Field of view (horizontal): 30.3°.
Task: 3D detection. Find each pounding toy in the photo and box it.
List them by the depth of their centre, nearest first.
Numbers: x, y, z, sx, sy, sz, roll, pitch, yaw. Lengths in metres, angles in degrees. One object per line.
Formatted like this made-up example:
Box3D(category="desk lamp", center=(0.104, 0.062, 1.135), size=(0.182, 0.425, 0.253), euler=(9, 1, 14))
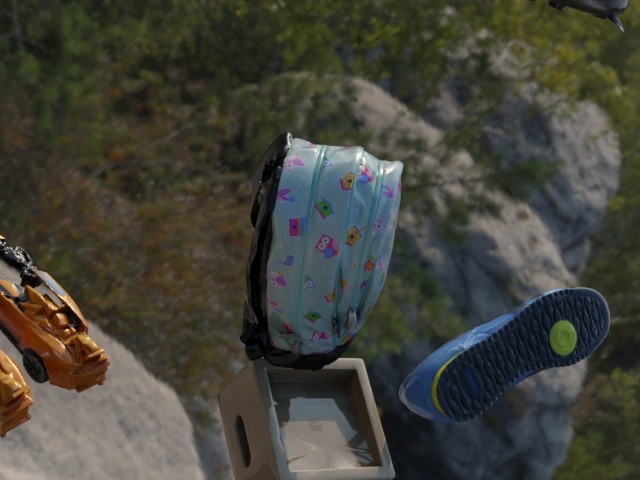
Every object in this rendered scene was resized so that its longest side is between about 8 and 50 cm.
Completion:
Box3D(category="pounding toy", center=(-0.025, 0.182, 0.981), size=(0.130, 0.100, 0.141), euler=(4, 56, -32))

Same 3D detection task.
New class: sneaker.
Box3D(category="sneaker", center=(0.159, 0.094, 1.035), size=(0.209, 0.082, 0.069), euler=(-25, 98, -26))

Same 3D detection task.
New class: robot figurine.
Box3D(category="robot figurine", center=(-0.381, 0.077, 1.330), size=(0.291, 0.085, 0.211), euler=(42, 45, 21))

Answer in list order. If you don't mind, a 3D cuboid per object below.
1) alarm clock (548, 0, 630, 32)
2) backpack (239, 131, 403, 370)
Box3D(category="alarm clock", center=(0.164, -0.220, 0.917), size=(0.192, 0.064, 0.129), euler=(31, 19, 31))
Box3D(category="backpack", center=(0.000, 0.000, 0.922), size=(0.115, 0.182, 0.151), euler=(5, 50, -2))
